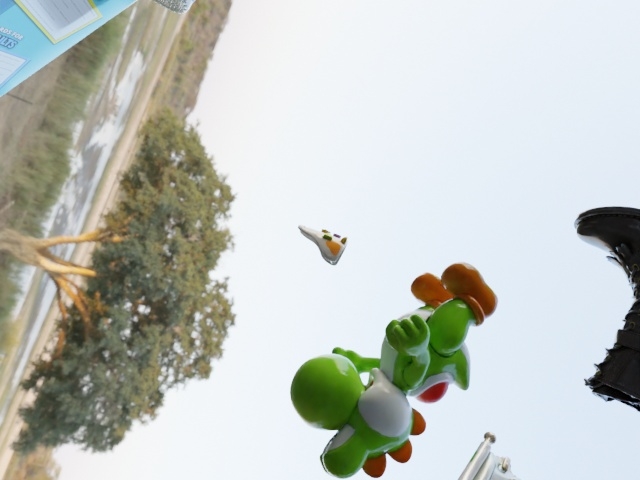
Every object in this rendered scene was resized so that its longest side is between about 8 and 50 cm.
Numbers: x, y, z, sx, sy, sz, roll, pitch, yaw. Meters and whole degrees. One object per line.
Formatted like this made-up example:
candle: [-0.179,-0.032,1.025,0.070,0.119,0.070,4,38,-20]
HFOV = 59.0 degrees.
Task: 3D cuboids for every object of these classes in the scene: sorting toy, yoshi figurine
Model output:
sorting toy: [0.000,0.000,0.844,0.044,0.075,0.083,-61,175,-5]
yoshi figurine: [0.092,0.174,0.857,0.203,0.203,0.362,22,-121,40]

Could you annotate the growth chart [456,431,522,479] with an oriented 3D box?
growth chart: [0.225,0.346,0.613,0.237,0.172,0.021,54,-50,15]

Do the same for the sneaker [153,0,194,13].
sneaker: [-0.225,-0.373,0.754,0.084,0.152,0.058,-63,180,-21]

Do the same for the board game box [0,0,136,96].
board game box: [-0.228,-0.179,0.312,0.336,0.079,0.254,-34,175,3]

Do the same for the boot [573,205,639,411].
boot: [0.392,0.091,0.696,0.263,0.091,0.229,29,-99,42]
